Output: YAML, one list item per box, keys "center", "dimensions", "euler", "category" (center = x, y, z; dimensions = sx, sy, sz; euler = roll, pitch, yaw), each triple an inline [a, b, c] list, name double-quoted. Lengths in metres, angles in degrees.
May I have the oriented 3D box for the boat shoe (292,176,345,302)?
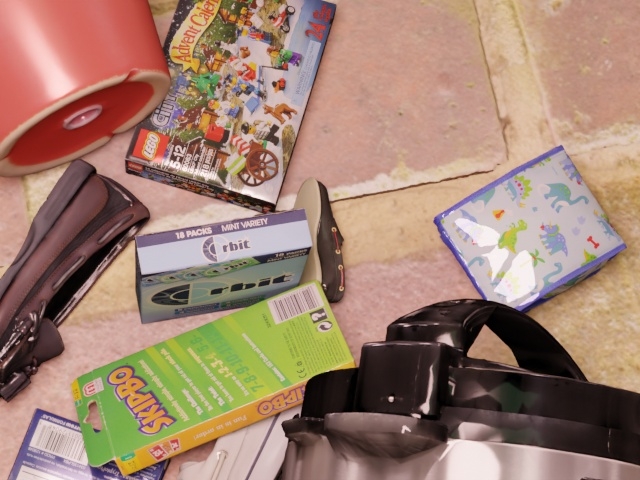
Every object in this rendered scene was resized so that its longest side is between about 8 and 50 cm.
- center: [-0.001, 0.001, 1.570]
  dimensions: [0.042, 0.049, 0.133]
  euler: [12, 61, -32]
  category: "boat shoe"

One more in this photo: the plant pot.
- center: [-0.281, -0.211, 1.493]
  dimensions: [0.275, 0.275, 0.243]
  euler: [-27, 80, -14]
  category: "plant pot"

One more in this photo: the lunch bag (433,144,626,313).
- center: [0.204, -0.001, 1.564]
  dimensions: [0.151, 0.096, 0.129]
  euler: [-28, 77, -24]
  category: "lunch bag"

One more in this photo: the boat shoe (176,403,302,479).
- center: [-0.097, 0.237, 1.456]
  dimensions: [0.088, 0.096, 0.267]
  euler: [25, 69, 8]
  category: "boat shoe"

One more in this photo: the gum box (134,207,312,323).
- center: [-0.095, 0.027, 1.474]
  dimensions: [0.157, 0.184, 0.041]
  euler: [-9, 74, -10]
  category: "gum box"

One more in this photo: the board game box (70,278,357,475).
- center: [-0.103, 0.130, 1.470]
  dimensions: [0.259, 0.039, 0.124]
  euler: [-20, 41, -4]
  category: "board game box"

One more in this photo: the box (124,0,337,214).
- center: [-0.091, -0.157, 1.607]
  dimensions: [0.159, 0.044, 0.233]
  euler: [16, 71, -1]
  category: "box"

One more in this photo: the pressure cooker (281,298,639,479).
- center: [0.135, 0.261, 1.320]
  dimensions: [0.375, 0.370, 0.420]
  euler: [10, 74, -9]
  category: "pressure cooker"

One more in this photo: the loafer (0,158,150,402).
- center: [-0.265, 0.064, 1.489]
  dimensions: [0.095, 0.109, 0.302]
  euler: [28, 69, -2]
  category: "loafer"

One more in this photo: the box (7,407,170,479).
- center: [-0.242, 0.284, 1.453]
  dimensions: [0.136, 0.036, 0.225]
  euler: [20, 70, 0]
  category: "box"
